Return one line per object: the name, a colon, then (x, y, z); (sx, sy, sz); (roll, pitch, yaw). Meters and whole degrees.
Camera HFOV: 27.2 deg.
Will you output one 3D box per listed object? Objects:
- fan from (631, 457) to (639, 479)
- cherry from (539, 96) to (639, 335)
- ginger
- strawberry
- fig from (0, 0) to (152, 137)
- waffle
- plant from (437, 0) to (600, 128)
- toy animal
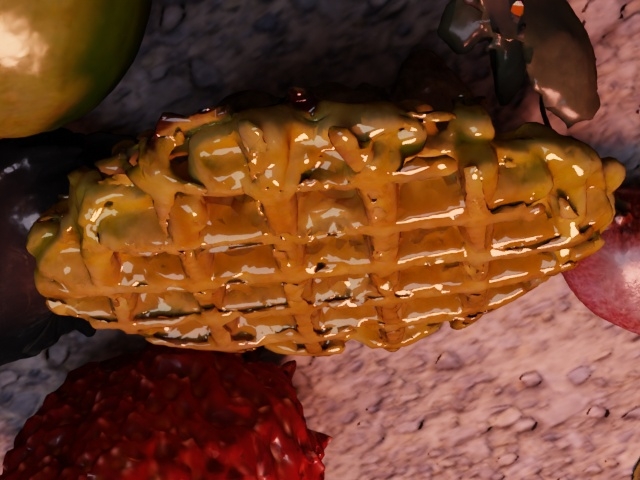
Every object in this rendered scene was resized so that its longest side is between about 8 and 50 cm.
fan: (0.413, 0.192, 1.150); (0.230, 0.011, 0.335); (24, 123, -7)
cherry: (0.226, -0.031, 0.999); (0.107, 0.090, 0.225); (-4, 113, 27)
ginger: (0.017, -0.083, 0.998); (0.204, 0.080, 0.104); (-7, 88, 11)
strawberry: (-0.136, 0.244, 1.068); (0.292, 0.343, 0.292); (7, 122, 11)
fig: (-0.235, -0.217, 0.843); (0.258, 0.258, 0.326); (5, 121, 5)
waffle: (0.000, 0.000, 0.913); (0.380, 0.095, 0.382); (11, 154, -35)
plant: (0.140, -0.230, 0.811); (0.213, 0.215, 0.312); (18, 125, -7)
toy animal: (-0.267, 0.050, 1.060); (0.343, 0.106, 0.168); (-46, 147, 19)
